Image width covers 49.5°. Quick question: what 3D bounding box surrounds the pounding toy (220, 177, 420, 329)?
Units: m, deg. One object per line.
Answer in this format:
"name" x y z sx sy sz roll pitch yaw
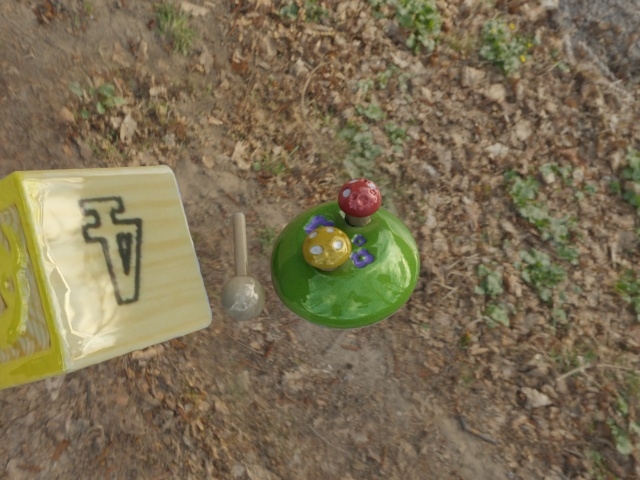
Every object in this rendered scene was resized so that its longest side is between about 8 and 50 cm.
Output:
"pounding toy" 0.000 0.000 0.812 0.236 0.110 0.183 -3 52 2

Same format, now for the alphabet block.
"alphabet block" -0.265 0.037 0.745 0.197 0.192 0.194 -13 84 -55
